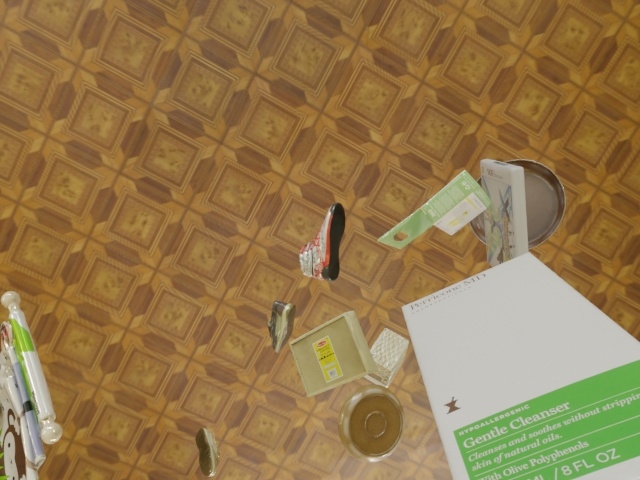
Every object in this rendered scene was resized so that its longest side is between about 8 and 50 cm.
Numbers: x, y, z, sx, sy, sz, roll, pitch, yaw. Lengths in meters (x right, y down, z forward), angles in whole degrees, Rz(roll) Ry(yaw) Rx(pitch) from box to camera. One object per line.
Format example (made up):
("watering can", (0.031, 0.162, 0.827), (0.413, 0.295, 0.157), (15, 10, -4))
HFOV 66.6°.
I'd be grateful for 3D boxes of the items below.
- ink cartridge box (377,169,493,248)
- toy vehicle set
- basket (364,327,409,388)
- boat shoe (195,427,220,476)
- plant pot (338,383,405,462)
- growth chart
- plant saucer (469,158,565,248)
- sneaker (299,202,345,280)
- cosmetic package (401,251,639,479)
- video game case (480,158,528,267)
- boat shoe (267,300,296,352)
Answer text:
("ink cartridge box", (0.256, -0.043, 1.077), (0.235, 0.171, 0.056), (-41, 66, 16))
("toy vehicle set", (0.026, 0.315, 1.330), (0.267, 0.035, 0.166), (-36, 68, 43))
("basket", (0.225, 0.403, 1.685), (0.113, 0.167, 0.103), (28, 135, 16))
("boat shoe", (-0.262, 0.504, 1.162), (0.045, 0.135, 0.050), (32, 102, -32))
("plant pot", (0.169, 0.576, 1.532), (0.236, 0.032, 0.236), (3, 81, -20))
("growth chart", (-0.293, 0.189, 0.446), (0.172, 0.021, 0.237), (49, 115, 30))
("plant saucer", (0.642, -0.112, 1.610), (0.310, 0.050, 0.311), (-8, 75, 33))
("sneaker", (-0.001, 0.001, 1.687), (0.145, 0.090, 0.270), (5, 89, 38))
("cosmetic package", (0.219, 0.167, 0.498), (0.196, 0.365, 0.155), (-26, 106, 8))
("video game case", (0.514, -0.054, 1.372), (0.036, 0.300, 0.329), (-8, 103, 5))
("boat shoe", (-0.129, 0.266, 1.535), (0.073, 0.080, 0.224), (28, 135, 14))
